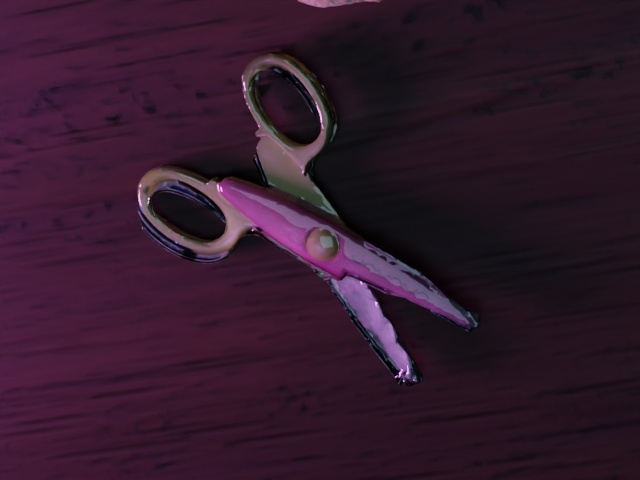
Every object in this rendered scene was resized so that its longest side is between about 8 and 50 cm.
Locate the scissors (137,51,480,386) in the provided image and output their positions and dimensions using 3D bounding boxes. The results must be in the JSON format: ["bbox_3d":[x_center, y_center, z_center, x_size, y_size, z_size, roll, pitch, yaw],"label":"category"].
[{"bbox_3d":[0.000,0.000,1.061,0.187,0.020,0.133,42,115,-3],"label":"scissors"}]

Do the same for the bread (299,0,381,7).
[{"bbox_3d":[0.002,-0.210,0.933,0.068,0.125,0.188,-15,105,23],"label":"bread"}]
